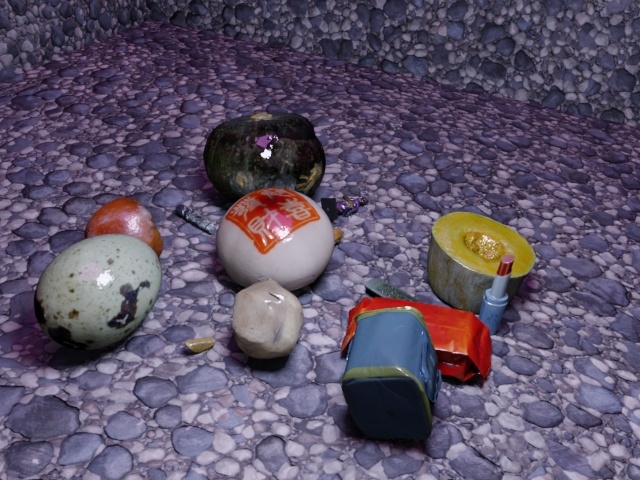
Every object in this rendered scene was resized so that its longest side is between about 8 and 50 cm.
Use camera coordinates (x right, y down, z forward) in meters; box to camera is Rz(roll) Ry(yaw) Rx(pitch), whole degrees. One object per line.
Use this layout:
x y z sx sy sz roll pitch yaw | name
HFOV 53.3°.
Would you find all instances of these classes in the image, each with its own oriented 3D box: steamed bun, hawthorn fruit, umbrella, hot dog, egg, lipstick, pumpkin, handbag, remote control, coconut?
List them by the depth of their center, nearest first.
0.179 0.329 1.571 0.222 0.263 0.241 -11 33 23 | handbag
-0.142 0.207 1.731 0.224 0.224 0.224 3 36 -2 | coconut
-0.597 0.132 1.738 0.287 0.288 0.379 14 31 13 | egg
-0.334 0.291 1.761 0.090 0.034 0.030 -1 21 -42 | hot dog
0.507 0.156 1.833 0.068 0.274 0.061 4 36 -2 | lipstick
0.234 0.183 1.965 0.222 0.042 0.072 29 43 28 | remote control
-0.616 -0.013 1.972 0.231 0.235 0.262 -1 9 42 | hawthorn fruit
-0.139 -0.025 1.977 0.374 0.242 0.375 2 40 -1 | steamed bun
0.487 0.076 2.032 0.332 0.199 0.332 9 39 -7 | pumpkin
-0.443 -0.078 2.244 0.188 0.050 0.046 31 65 31 | umbrella
-0.201 -0.287 2.312 0.453 0.344 0.454 -2 21 1 | pumpkin

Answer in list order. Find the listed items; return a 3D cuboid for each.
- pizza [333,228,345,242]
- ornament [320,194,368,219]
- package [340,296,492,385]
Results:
0.000 0.000 2.184 0.181 0.063 0.161 1 29 -13 | pizza
0.092 -0.130 2.366 0.081 0.088 0.203 4 14 42 | ornament
0.271 0.272 1.779 0.423 0.123 0.196 10 38 10 | package
